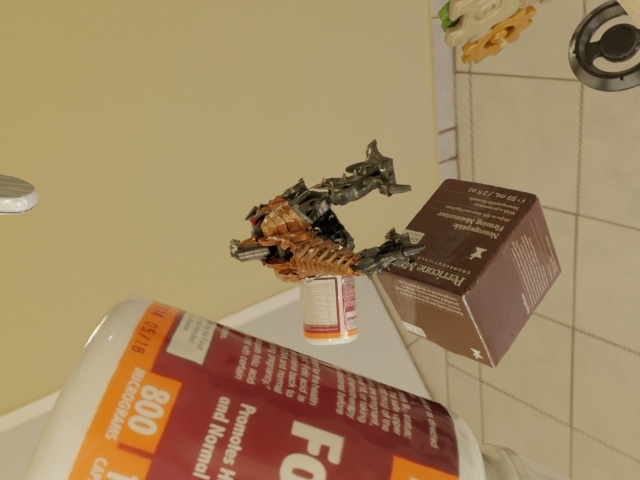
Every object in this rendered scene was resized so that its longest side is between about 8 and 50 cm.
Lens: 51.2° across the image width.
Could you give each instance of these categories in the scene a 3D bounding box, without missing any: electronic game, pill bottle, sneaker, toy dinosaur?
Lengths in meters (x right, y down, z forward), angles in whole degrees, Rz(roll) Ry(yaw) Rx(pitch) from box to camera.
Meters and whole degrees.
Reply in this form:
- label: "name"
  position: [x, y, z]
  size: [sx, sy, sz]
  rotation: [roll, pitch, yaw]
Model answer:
- label: "electronic game"
  position: [0.681, -0.447, 1.519]
  size: [0.229, 0.048, 0.229]
  rotation: [-10, 73, 35]
- label: "pill bottle"
  position: [0.016, 0.111, 1.466]
  size: [0.121, 0.121, 0.221]
  rotation: [-1, 93, 57]
- label: "sneaker"
  position: [-0.568, -0.051, 1.074]
  size: [0.258, 0.094, 0.091]
  rotation: [2, 118, 12]
- label: "toy dinosaur"
  position: [0.000, 0.000, 0.821]
  size: [0.322, 0.219, 0.164]
  rotation: [-120, 16, -53]
- label: "pill bottle"
  position: [-0.011, 0.209, 0.531]
  size: [0.393, 0.224, 0.224]
  rotation: [21, 141, -5]

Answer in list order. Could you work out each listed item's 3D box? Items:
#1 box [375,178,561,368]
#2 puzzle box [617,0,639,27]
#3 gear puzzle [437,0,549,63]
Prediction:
- label: "box"
  position: [0.223, 0.042, 0.997]
  size: [0.169, 0.203, 0.167]
  rotation: [17, 147, 45]
- label: "puzzle box"
  position: [0.495, -0.180, 0.760]
  size: [0.052, 0.272, 0.408]
  rotation: [-48, 56, 41]
- label: "gear puzzle"
  position: [0.178, -0.254, 0.579]
  size: [0.044, 0.176, 0.339]
  rotation: [61, 179, 14]
